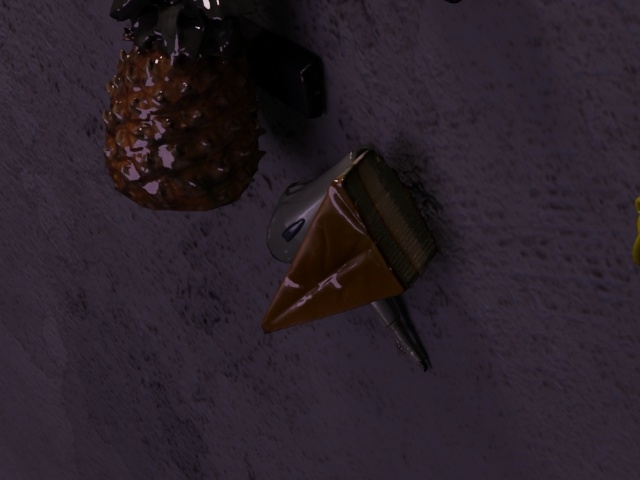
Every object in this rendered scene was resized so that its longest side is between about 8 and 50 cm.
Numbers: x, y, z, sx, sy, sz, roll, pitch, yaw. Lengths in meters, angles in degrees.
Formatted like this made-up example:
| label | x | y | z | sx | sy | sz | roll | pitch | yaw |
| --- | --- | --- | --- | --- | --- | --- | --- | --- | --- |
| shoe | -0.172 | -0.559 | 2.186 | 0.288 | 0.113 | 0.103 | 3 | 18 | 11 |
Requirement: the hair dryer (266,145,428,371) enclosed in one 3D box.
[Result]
| label | x | y | z | sx | sy | sz | roll | pitch | yaw |
| --- | --- | --- | --- | --- | --- | --- | --- | --- | --- |
| hair dryer | 0.044 | 0.008 | 1.546 | 0.199 | 0.067 | 0.167 | 43 | 141 | 16 |

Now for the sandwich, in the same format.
| label | x | y | z | sx | sy | sz | roll | pitch | yaw |
| --- | --- | --- | --- | --- | --- | --- | --- | --- | --- |
| sandwich | 0.000 | 0.000 | 1.495 | 0.163 | 0.079 | 0.113 | -18 | 108 | 37 |

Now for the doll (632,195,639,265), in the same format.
| label | x | y | z | sx | sy | sz | roll | pitch | yaw |
| --- | --- | --- | --- | --- | --- | --- | --- | --- | --- |
| doll | 0.275 | 0.022 | 1.127 | 0.207 | 0.081 | 0.129 | 39 | 156 | 43 |

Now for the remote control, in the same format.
| label | x | y | z | sx | sy | sz | roll | pitch | yaw |
| --- | --- | --- | --- | --- | --- | --- | --- | --- | --- |
| remote control | -0.076 | -0.180 | 1.613 | 0.245 | 0.025 | 0.063 | 35 | 144 | 43 |

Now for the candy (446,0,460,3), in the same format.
| label | x | y | z | sx | sy | sz | roll | pitch | yaw |
| --- | --- | --- | --- | --- | --- | --- | --- | --- | --- |
| candy | 0.043 | -0.268 | 1.311 | 0.226 | 0.051 | 0.094 | 51 | 152 | 23 |

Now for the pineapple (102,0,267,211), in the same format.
| label | x | y | z | sx | sy | sz | roll | pitch | yaw |
| --- | --- | --- | --- | --- | --- | --- | --- | --- | --- |
| pineapple | -0.109 | -0.181 | 1.520 | 0.170 | 0.141 | 0.310 | 30 | 120 | 52 |
